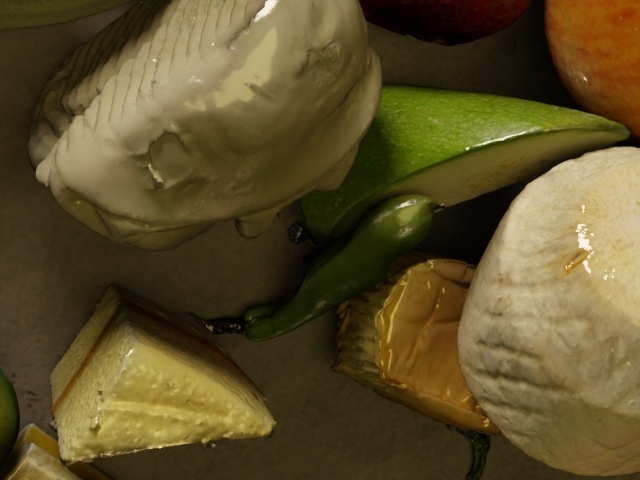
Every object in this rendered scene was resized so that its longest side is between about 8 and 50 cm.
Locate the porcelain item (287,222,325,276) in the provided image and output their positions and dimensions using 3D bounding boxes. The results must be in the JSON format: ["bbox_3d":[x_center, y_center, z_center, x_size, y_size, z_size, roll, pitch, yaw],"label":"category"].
[{"bbox_3d":[0.000,0.000,1.367,0.075,0.021,0.136,18,98,-15],"label":"porcelain item"}]

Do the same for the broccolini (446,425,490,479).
[{"bbox_3d":[0.174,0.282,1.480,0.052,0.054,0.194,-4,108,-34],"label":"broccolini"}]

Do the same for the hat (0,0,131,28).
[{"bbox_3d":[-0.254,-0.275,1.115,0.252,0.252,0.110,-10,84,-13],"label":"hat"}]

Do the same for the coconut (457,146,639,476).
[{"bbox_3d":[0.278,0.070,1.220,0.328,0.329,0.329,-4,105,-15],"label":"coconut"}]

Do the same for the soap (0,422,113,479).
[{"bbox_3d":[-0.252,0.338,1.347,0.274,0.089,0.173,40,91,-20],"label":"soap"}]

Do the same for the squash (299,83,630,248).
[{"bbox_3d":[0.121,-0.064,1.231,0.111,0.288,0.203,28,82,-53],"label":"squash"}]

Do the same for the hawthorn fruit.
[{"bbox_3d":[0.118,-0.315,1.232,0.215,0.215,0.250,-1,99,-16],"label":"hawthorn fruit"}]

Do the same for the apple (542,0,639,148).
[{"bbox_3d":[0.417,-0.243,1.234,0.400,0.333,0.400,-19,121,-35],"label":"apple"}]

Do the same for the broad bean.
[{"bbox_3d":[0.002,0.036,1.282,0.318,0.056,0.098,-29,147,29],"label":"broad bean"}]

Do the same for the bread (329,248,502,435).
[{"bbox_3d":[0.136,0.105,1.372,0.250,0.133,0.179,17,96,-25],"label":"bread"}]

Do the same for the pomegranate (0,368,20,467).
[{"bbox_3d":[-0.392,0.159,1.229,0.180,0.180,0.210,-30,81,-7],"label":"pomegranate"}]

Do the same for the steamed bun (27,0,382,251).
[{"bbox_3d":[-0.090,-0.112,1.162,0.324,0.310,0.219,-41,116,0],"label":"steamed bun"}]

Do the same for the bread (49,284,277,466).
[{"bbox_3d":[-0.155,0.156,1.245,0.178,0.240,0.135,31,94,-20],"label":"bread"}]
